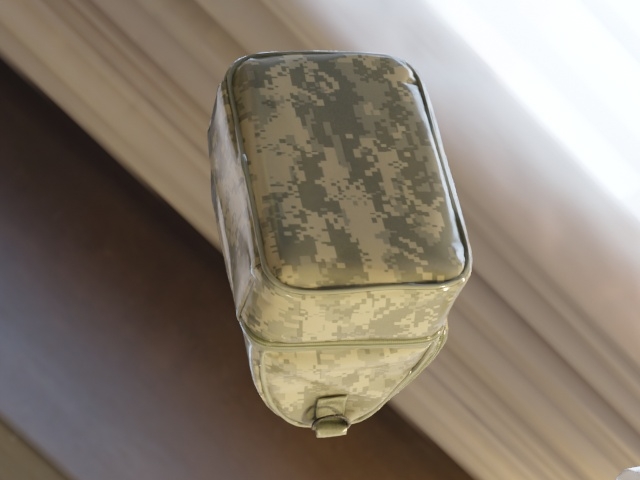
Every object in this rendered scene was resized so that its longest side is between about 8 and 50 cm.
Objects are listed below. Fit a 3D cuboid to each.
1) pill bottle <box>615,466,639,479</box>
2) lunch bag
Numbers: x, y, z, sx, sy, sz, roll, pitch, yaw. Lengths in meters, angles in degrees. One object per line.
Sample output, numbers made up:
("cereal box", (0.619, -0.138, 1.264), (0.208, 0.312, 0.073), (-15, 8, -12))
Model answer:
("pill bottle", (0.459, 0.295, 1.753), (0.283, 0.161, 0.161), (-3, -176, -14))
("lunch bag", (0.000, 0.000, 1.582), (0.256, 0.213, 0.305), (110, -27, -50))
